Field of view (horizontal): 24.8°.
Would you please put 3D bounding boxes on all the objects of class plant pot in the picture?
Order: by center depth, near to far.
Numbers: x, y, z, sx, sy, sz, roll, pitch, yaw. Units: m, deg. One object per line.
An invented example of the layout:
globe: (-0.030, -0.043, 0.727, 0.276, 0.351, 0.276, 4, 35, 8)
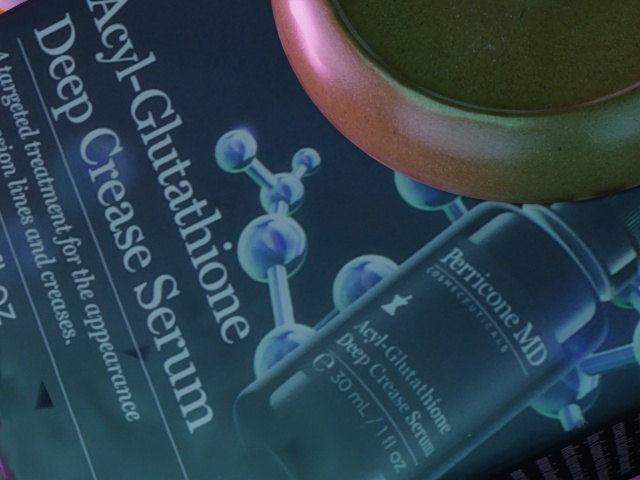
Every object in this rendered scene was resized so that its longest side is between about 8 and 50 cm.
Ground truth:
plant pot: (0.089, -0.132, 0.604, 0.236, 0.032, 0.236, -3, 74, 12)

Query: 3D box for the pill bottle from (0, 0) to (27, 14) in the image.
pill bottle: (-0.240, -0.244, 1.021, 0.334, 0.188, 0.188, 5, 90, 36)

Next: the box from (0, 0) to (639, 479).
box: (0.036, -0.006, 0.711, 0.395, 0.212, 0.293, -26, 70, 4)
